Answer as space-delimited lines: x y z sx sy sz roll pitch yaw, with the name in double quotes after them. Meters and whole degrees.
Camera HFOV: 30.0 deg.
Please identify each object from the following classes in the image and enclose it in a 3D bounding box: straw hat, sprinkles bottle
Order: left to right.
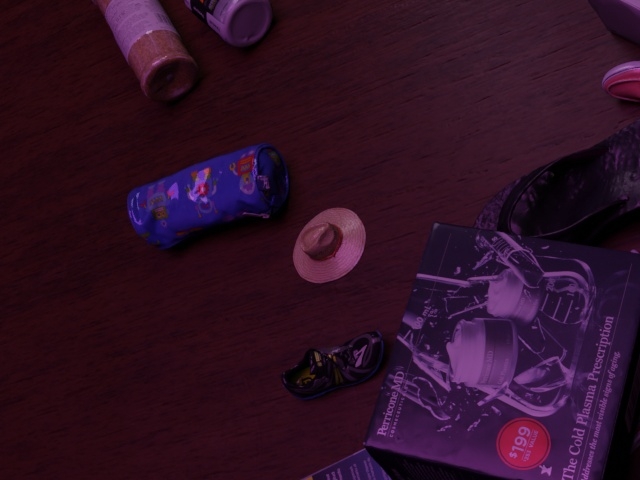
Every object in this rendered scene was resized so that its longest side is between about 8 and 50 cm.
-0.362 -0.432 2.400 0.121 0.121 0.355 -40 55 12 "sprinkles bottle"
0.000 0.000 2.029 0.144 0.061 0.144 -13 63 28 "straw hat"

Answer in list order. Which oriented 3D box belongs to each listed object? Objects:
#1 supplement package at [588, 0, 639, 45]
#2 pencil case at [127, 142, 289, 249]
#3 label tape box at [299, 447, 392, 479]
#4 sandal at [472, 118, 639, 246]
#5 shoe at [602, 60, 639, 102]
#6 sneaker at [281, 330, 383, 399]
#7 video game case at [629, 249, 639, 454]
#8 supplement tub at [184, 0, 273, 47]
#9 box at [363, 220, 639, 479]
0.555 -0.438 1.791 0.175 0.177 0.293 39 93 37 "supplement package"
-0.199 -0.074 2.150 0.306 0.119 0.133 -17 73 25 "pencil case"
0.100 0.438 1.753 0.348 0.115 0.249 -31 56 21 "label tape box"
0.372 -0.067 1.763 0.446 0.107 0.167 -35 60 29 "sandal"
0.506 -0.221 1.792 0.178 0.063 0.081 0 51 28 "shoe"
0.019 0.201 1.921 0.188 0.078 0.067 -27 58 19 "sneaker"
0.424 0.178 1.711 0.285 0.025 0.204 -48 54 6 "video game case"
-0.187 -0.463 2.306 0.117 0.117 0.190 -50 53 5 "supplement tub"
0.268 0.181 1.618 0.312 0.179 0.343 9 66 24 "box"
